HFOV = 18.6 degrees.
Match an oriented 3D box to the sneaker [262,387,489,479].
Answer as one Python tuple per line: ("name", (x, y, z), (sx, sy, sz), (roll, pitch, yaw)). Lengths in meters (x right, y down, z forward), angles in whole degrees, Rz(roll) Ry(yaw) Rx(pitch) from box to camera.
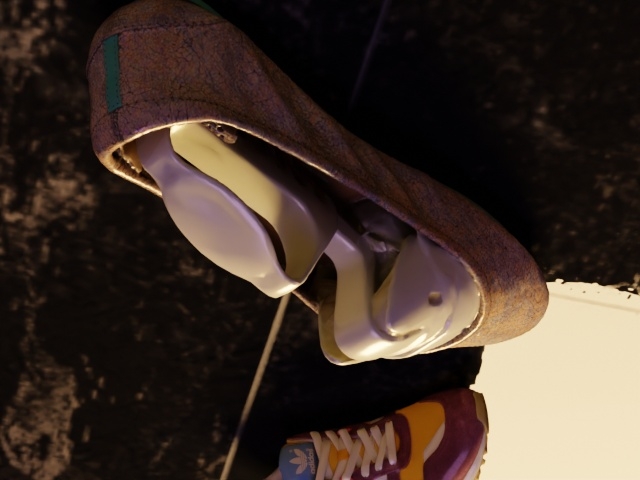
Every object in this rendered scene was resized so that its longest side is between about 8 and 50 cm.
("sneaker", (0.023, 0.140, 1.181), (0.084, 0.069, 0.185), (23, 133, -28))

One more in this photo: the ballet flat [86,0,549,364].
("ballet flat", (0.000, 0.000, 1.004), (0.316, 0.106, 0.107), (34, 129, -29))
